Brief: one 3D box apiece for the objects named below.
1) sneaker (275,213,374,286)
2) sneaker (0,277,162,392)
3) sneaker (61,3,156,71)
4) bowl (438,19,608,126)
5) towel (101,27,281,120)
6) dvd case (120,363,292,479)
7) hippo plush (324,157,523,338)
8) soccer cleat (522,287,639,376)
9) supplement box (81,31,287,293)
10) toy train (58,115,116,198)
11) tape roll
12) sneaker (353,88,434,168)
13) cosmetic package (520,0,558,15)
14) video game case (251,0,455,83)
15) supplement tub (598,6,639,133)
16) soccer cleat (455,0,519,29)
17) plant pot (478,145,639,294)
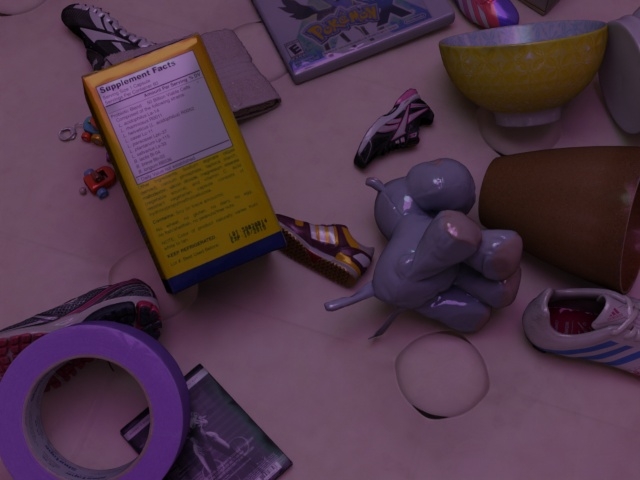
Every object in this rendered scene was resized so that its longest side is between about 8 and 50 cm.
[{"bbox_3d":[0.000,0.000,1.806,0.185,0.069,0.084,33,59,9],"label":"sneaker"},{"bbox_3d":[-0.397,0.150,1.711,0.299,0.121,0.112,-16,33,-5],"label":"sneaker"},{"bbox_3d":[-0.396,-0.351,1.976,0.234,0.078,0.106,31,65,13],"label":"sneaker"},{"bbox_3d":[0.355,-0.284,1.878,0.289,0.289,0.156,-10,106,-5],"label":"bowl"},{"bbox_3d":[-0.227,-0.279,1.906,0.282,0.049,0.187,-22,69,-32],"label":"towel"},{"bbox_3d":[-0.177,0.319,1.664,0.164,0.018,0.221,-40,70,-17],"label":"dvd case"},{"bbox_3d":[0.182,0.005,1.749,0.294,0.234,0.236,-34,40,27],"label":"hippo plush"},{"bbox_3d":[0.482,0.142,1.681,0.331,0.143,0.116,7,63,4],"label":"soccer cleat"},{"bbox_3d":[-0.219,-0.115,1.713,0.194,0.195,0.356,-23,93,-11],"label":"supplement box"},{"bbox_3d":[-0.391,-0.160,1.896,0.125,0.046,0.166,-28,66,-14],"label":"toy train"},{"bbox_3d":[-0.333,0.257,1.593,0.275,0.090,0.274,0,91,1],"label":"tape roll"},{"bbox_3d":[0.134,-0.187,1.897,0.077,0.072,0.178,41,75,8],"label":"sneaker"},{"bbox_3d":[0.358,-0.589,2.076,0.309,0.113,0.160,38,69,19],"label":"cosmetic package"},{"bbox_3d":[0.042,-0.473,2.051,0.329,0.036,0.300,-23,65,-7],"label":"video game case"},{"bbox_3d":[0.669,-0.316,1.865,0.325,0.235,0.235,-14,64,-7],"label":"supplement tub"},{"bbox_3d":[0.280,-0.489,2.034,0.083,0.095,0.248,-34,67,-16],"label":"soccer cleat"},{"bbox_3d":[0.396,-0.054,1.758,0.254,0.237,0.237,12,62,26],"label":"plant pot"}]
